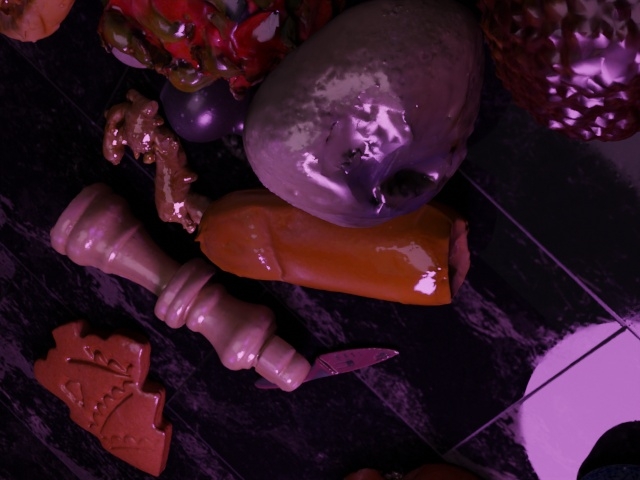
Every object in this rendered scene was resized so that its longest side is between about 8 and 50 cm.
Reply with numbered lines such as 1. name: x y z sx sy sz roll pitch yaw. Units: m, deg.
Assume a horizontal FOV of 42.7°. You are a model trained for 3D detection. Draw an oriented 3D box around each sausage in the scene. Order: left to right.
1. sausage: 0.002 -0.003 0.992 0.354 0.116 0.134 8 132 28

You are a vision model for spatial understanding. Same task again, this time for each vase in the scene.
1. vase: -0.097 -0.150 0.978 0.183 0.120 0.120 33 127 -7

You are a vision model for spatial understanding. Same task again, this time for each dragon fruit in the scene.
1. dragon fruit: -0.114 -0.279 0.841 0.302 0.231 0.237 24 129 21

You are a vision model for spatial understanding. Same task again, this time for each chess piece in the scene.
1. chess piece: -0.181 0.073 1.136 0.397 0.117 0.117 34 126 6

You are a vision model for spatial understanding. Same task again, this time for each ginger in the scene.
1. ginger: -0.222 -0.108 1.097 0.193 0.052 0.176 18 127 21

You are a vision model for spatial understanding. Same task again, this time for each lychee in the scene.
1. lychee: 0.239 -0.212 0.689 0.271 0.236 0.236 57 131 25

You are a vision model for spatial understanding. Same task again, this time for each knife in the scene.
1. knife: 0.003 0.175 1.143 0.247 0.018 0.035 -20 101 32

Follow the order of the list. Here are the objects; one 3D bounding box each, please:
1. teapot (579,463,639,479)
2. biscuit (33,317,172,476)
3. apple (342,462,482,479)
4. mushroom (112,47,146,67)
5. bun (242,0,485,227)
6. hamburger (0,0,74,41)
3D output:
1. teapot: 0.362 0.363 0.962 0.159 0.159 0.232 30 125 12
2. biscuit: -0.345 0.267 1.359 0.284 0.043 0.306 -22 102 35
3. apple: 0.128 0.451 1.125 0.293 0.163 0.251 -28 100 34
4. mushroom: -0.221 -0.260 1.016 0.085 0.085 0.079 -37 51 36
5. bun: 0.059 -0.117 0.812 0.273 0.273 0.168 -49 65 37
6. hamburger: -0.367 -0.399 0.941 0.318 0.158 0.319 8 102 42
